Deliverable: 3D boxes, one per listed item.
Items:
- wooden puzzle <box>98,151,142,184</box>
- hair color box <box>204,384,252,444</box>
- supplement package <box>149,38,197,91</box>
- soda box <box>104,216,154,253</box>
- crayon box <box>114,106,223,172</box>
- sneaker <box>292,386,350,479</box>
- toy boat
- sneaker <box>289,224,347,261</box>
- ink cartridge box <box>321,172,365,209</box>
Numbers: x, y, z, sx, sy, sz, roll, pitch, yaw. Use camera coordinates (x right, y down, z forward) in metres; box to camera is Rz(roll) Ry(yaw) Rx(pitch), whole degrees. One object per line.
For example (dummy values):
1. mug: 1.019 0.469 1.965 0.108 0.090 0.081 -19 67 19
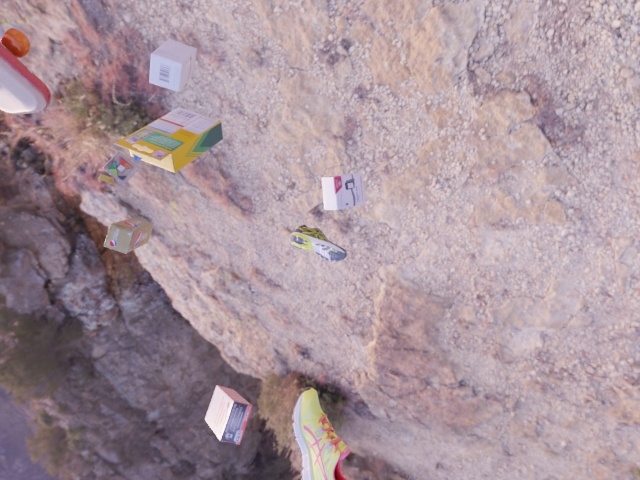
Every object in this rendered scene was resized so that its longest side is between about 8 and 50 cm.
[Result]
1. wooden puzzle: -0.566 -0.204 1.212 0.078 0.116 0.014 35 -175 -33
2. hair color box: -0.232 0.429 1.062 0.053 0.093 0.167 23 166 -22
3. supplement package: -0.514 -0.615 1.496 0.105 0.179 0.105 16 130 -9
4. soda box: -0.499 -0.017 1.125 0.058 0.181 0.061 19 96 -9
5. crayon box: -0.528 -0.353 1.521 0.203 0.323 0.083 22 135 17
6. sneaker: 0.009 0.382 0.809 0.094 0.081 0.208 -15 80 19
7. toy boat: -0.679 -0.391 0.908 0.151 0.151 0.231 4 152 23
8. sneaker: 0.000 0.000 0.592 0.083 0.035 0.031 22 140 5
9. ink cartridge box: 0.080 -0.166 1.432 0.063 0.150 0.109 3 104 45
